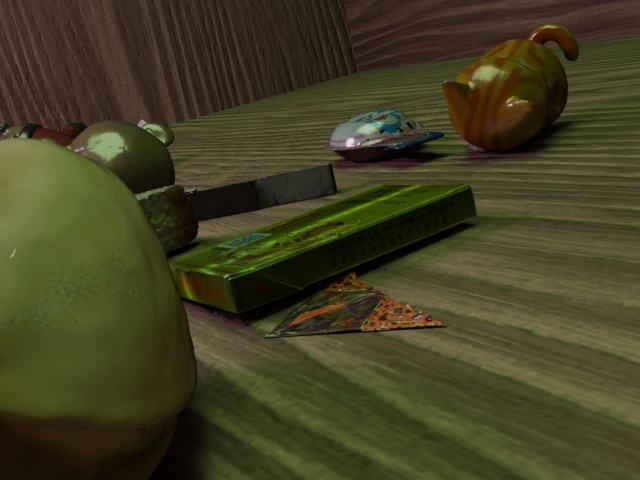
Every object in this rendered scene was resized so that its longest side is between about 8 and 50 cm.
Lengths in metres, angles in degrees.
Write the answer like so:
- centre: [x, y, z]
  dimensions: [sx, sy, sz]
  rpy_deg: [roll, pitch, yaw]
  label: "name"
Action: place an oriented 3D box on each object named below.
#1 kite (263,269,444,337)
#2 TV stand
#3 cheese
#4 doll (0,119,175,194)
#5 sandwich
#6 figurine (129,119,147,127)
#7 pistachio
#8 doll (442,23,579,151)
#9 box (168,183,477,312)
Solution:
- centre: [0.006, 0.066, 0.703]
  dimensions: [0.125, 0.008, 0.222]
  rpy_deg: [-20, 16, -16]
  label: "kite"
- centre: [-0.104, -0.074, 1.222]
  dimensions: [0.257, 0.048, 0.040]
  rpy_deg: [-11, 14, 12]
  label: "TV stand"
- centre: [0.111, -0.183, 1.384]
  dimensions: [0.189, 0.074, 0.286]
  rpy_deg: [-20, 17, -17]
  label: "cheese"
- centre: [-0.413, -0.122, 1.323]
  dimensions: [0.330, 0.174, 0.235]
  rpy_deg: [3, 57, -1]
  label: "doll"
- centre: [-0.336, 0.009, 1.021]
  dimensions: [0.289, 0.099, 0.254]
  rpy_deg: [-9, 9, 17]
  label: "sandwich"
- centre: [-0.523, -0.207, 1.904]
  dimensions: [0.276, 0.133, 0.200]
  rpy_deg: [-22, 0, -32]
  label: "figurine"
- centre: [-0.198, 0.058, 0.509]
  dimensions: [0.238, 0.229, 0.321]
  rpy_deg: [17, 16, -18]
  label: "pistachio"
- centre: [0.299, -0.230, 1.242]
  dimensions: [0.167, 0.162, 0.269]
  rpy_deg: [11, 35, 24]
  label: "doll"
- centre: [0.000, 0.000, 0.859]
  dimensions: [0.311, 0.043, 0.173]
  rpy_deg: [-21, 13, -30]
  label: "box"
